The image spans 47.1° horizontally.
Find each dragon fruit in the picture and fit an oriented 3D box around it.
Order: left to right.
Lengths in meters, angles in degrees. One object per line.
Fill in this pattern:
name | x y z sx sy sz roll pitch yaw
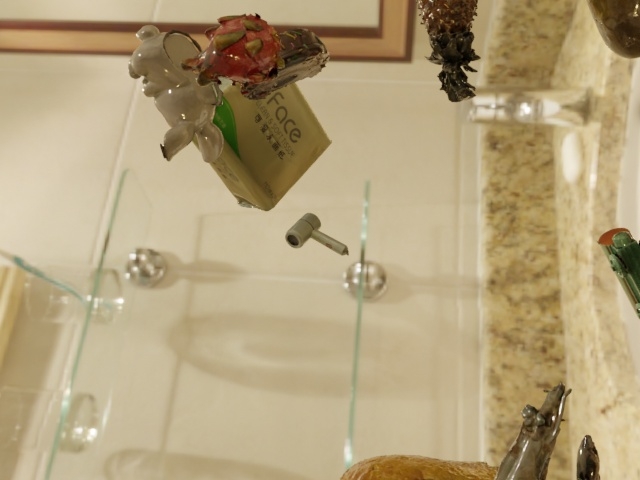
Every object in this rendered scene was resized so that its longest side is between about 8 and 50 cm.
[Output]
dragon fruit | -0.164 -0.346 1.362 0.150 0.208 0.133 -48 -54 -69

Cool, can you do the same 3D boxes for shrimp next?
shrimp | 0.375 0.403 1.201 0.085 0.247 0.359 20 104 61

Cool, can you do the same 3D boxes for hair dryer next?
hair dryer | 0.000 0.000 1.585 0.082 0.137 0.047 -47 -19 -43

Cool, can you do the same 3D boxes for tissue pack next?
tissue pack | -0.199 -0.340 2.187 0.331 0.205 0.404 -50 -49 -18

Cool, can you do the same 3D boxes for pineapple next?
pineapple | 0.312 -0.487 1.765 0.170 0.141 0.309 8 111 60

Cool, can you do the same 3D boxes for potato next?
potato | 0.727 -0.558 1.717 0.141 0.192 0.296 -43 -71 -38

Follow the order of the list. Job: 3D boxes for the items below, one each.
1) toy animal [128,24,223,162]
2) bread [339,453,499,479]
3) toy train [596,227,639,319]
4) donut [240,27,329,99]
toy animal | -0.338 -0.351 1.760 0.209 0.154 0.325 -4 -103 -45
bread | 0.232 0.577 1.544 0.361 0.395 0.250 148 134 -71
toy train | 0.813 0.091 1.884 0.285 0.116 0.177 57 -172 -12
donut | -0.096 -0.420 1.731 0.095 0.230 0.216 66 -171 3
